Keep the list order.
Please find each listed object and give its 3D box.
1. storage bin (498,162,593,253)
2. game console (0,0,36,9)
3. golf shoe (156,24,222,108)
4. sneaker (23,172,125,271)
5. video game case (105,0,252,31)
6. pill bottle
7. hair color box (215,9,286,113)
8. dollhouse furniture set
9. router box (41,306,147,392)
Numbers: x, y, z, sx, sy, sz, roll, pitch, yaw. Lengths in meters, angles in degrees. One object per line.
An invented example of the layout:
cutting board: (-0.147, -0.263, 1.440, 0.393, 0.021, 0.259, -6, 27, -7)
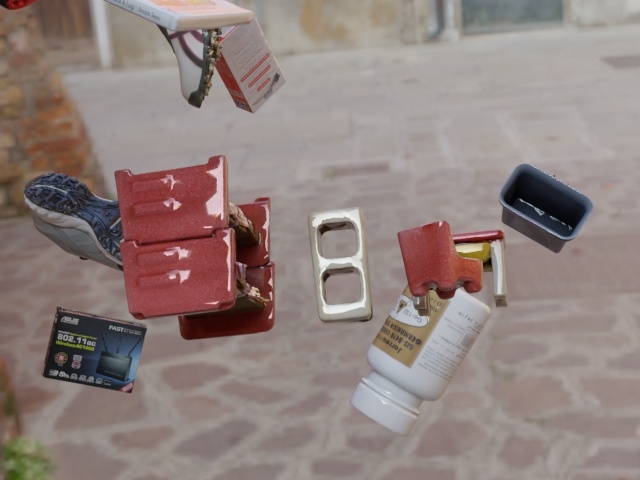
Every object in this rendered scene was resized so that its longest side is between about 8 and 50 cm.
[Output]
storage bin: (0.344, -0.047, 2.074, 0.135, 0.091, 0.098, 31, 69, 12)
game console: (-0.456, -0.514, 1.885, 0.342, 0.386, 0.060, -43, -3, -43)
golf shoe: (-0.210, -0.340, 2.058, 0.120, 0.273, 0.105, 4, 23, 2)
sneaker: (-0.345, -0.009, 2.109, 0.271, 0.108, 0.100, 29, 50, 21)
video game case: (-0.171, -0.261, 1.450, 0.143, 0.019, 0.157, 26, 22, 20)
pill bottle: (0.143, 0.168, 1.994, 0.131, 0.229, 0.131, 31, 0, 0)
hair color box: (-0.134, -0.315, 2.348, 0.053, 0.167, 0.093, 25, 64, 41)
dollhouse furniture set: (0.000, 0.000, 1.377, 0.374, 0.152, 0.201, -7, -12, 8)
router box: (-0.298, 0.145, 1.773, 0.122, 0.092, 0.038, 12, 3, -16)
